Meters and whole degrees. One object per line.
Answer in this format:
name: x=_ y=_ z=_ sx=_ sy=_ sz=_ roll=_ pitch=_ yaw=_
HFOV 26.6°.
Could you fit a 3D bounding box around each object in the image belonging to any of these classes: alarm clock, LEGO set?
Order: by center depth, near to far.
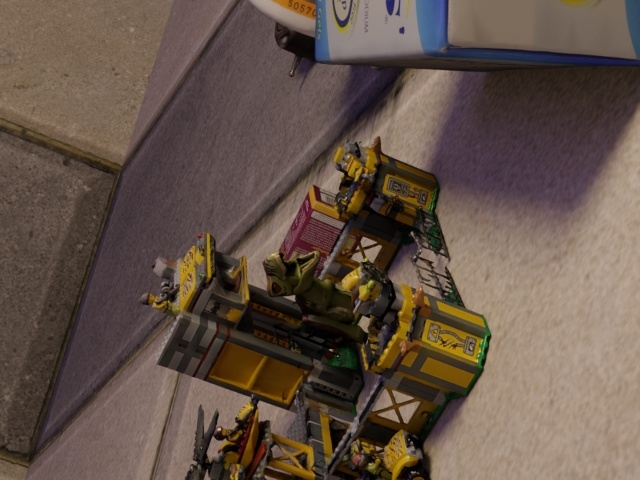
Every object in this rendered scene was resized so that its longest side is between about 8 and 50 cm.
LEGO set: x=-0.026 y=0.052 z=1.012 sx=0.255 sy=0.192 sz=0.331 roll=-59 pitch=19 yaw=31
alarm clock: x=-0.007 y=-0.302 z=1.641 sx=0.129 sy=0.064 sz=0.192 roll=-48 pitch=23 yaw=51

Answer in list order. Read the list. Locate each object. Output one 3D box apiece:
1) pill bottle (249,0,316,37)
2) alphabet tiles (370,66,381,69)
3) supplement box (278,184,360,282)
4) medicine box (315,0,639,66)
pill bottle: x=0.035 y=-0.334 z=1.238 sx=0.162 sy=0.162 sz=0.278 roll=-96 pitch=23 yaw=-58
alphabet tiles: x=0.075 y=-0.324 z=1.390 sx=0.284 sy=0.021 sz=0.278 roll=120 pitch=151 yaw=-45
supplement box: x=0.000 y=0.000 z=1.242 sx=0.083 sy=0.055 sz=0.043 roll=-62 pitch=16 yaw=21
medicine box: x=0.104 y=-0.250 z=0.917 sx=0.289 sy=0.149 sz=0.263 roll=-158 pitch=69 yaw=-74
